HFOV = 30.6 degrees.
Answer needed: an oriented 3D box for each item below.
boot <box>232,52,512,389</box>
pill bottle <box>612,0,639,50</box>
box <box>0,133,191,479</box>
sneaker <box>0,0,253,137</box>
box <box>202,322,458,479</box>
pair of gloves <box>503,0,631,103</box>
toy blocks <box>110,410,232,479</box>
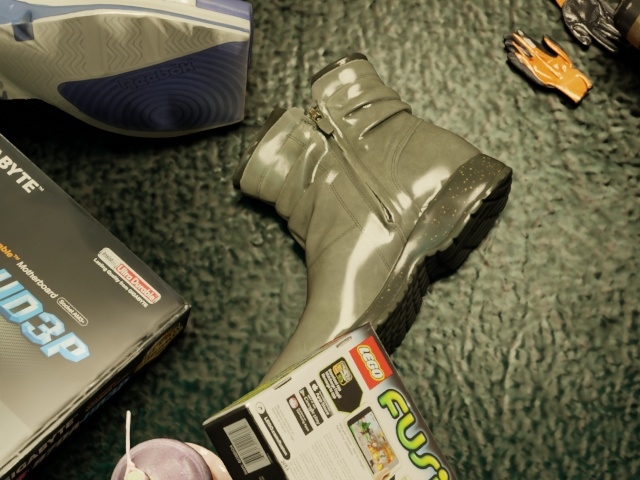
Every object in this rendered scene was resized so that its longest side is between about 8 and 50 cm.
[{"bbox_3d":[0.000,0.000,0.790,0.161,0.083,0.246,36,77,20],"label":"boot"},{"bbox_3d":[0.314,-0.120,0.771,0.123,0.123,0.219,-44,78,-8],"label":"pill bottle"},{"bbox_3d":[-0.224,0.035,0.764,0.220,0.051,0.175,41,59,11],"label":"box"},{"bbox_3d":[-0.200,-0.181,0.797,0.316,0.127,0.182,2,57,-10],"label":"sneaker"},{"bbox_3d":[0.035,0.155,0.591,0.036,0.114,0.207,-30,88,38],"label":"box"},{"bbox_3d":[0.178,-0.144,0.840,0.074,0.010,0.083,41,79,12],"label":"pair of gloves"},{"bbox_3d":[-0.081,0.249,0.629,0.309,0.260,0.288,-9,77,0],"label":"toy blocks"}]
